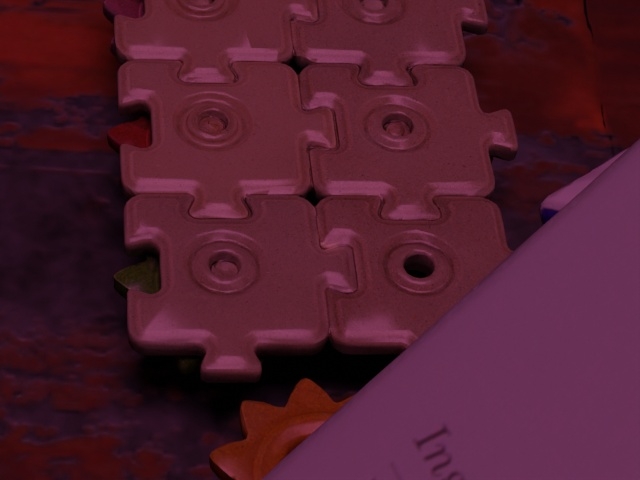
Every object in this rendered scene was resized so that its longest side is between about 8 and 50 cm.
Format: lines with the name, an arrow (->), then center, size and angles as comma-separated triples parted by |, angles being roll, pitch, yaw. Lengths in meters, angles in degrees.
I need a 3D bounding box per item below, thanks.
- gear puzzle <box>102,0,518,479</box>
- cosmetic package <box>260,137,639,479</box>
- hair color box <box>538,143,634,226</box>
gear puzzle -> 0.000, 0.000, 0.824 | 0.175, 0.044, 0.339 | 0, 49, -9
cosmetic package -> 0.126, 0.097, 0.440 | 0.453, 0.230, 0.161 | -44, 51, 15
hair color box -> 0.264, 0.016, 0.687 | 0.185, 0.110, 0.338 | -29, 27, -30
